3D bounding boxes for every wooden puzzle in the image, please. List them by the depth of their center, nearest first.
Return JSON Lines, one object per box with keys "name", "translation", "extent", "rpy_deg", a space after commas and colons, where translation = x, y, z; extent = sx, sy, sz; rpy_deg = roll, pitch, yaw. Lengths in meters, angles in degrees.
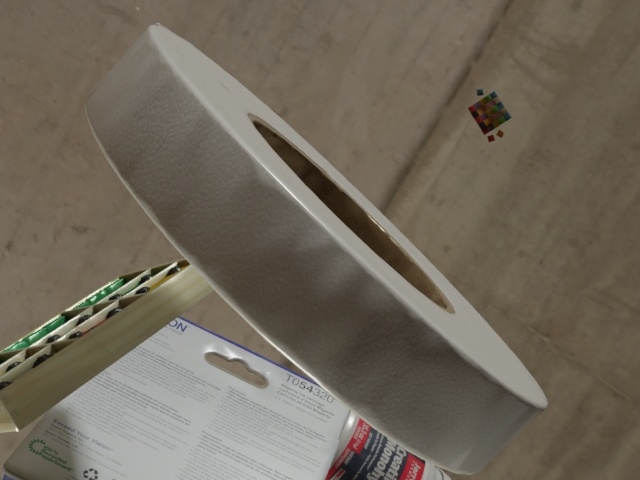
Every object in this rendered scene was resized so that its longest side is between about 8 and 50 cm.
{"name": "wooden puzzle", "translation": [0.259, -0.195, 1.364], "extent": [0.049, 0.006, 0.083], "rpy_deg": [-33, -90, 3]}

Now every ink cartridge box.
{"name": "ink cartridge box", "translation": [-0.154, 0.250, 1.078], "extent": [0.071, 0.324, 0.330], "rpy_deg": [-67, -5, 33]}

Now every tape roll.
{"name": "tape roll", "translation": [0.000, 0.000, 0.651], "extent": [0.072, 0.392, 0.392], "rpy_deg": [-47, -49, 8]}

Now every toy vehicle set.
{"name": "toy vehicle set", "translation": [-0.231, 0.095, 0.850], "extent": [0.267, 0.166, 0.035], "rpy_deg": [-38, -73, -46]}

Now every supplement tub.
{"name": "supplement tub", "translation": [0.097, 0.447, 1.713], "extent": [0.272, 0.191, 0.191], "rpy_deg": [37, -88, -10]}
